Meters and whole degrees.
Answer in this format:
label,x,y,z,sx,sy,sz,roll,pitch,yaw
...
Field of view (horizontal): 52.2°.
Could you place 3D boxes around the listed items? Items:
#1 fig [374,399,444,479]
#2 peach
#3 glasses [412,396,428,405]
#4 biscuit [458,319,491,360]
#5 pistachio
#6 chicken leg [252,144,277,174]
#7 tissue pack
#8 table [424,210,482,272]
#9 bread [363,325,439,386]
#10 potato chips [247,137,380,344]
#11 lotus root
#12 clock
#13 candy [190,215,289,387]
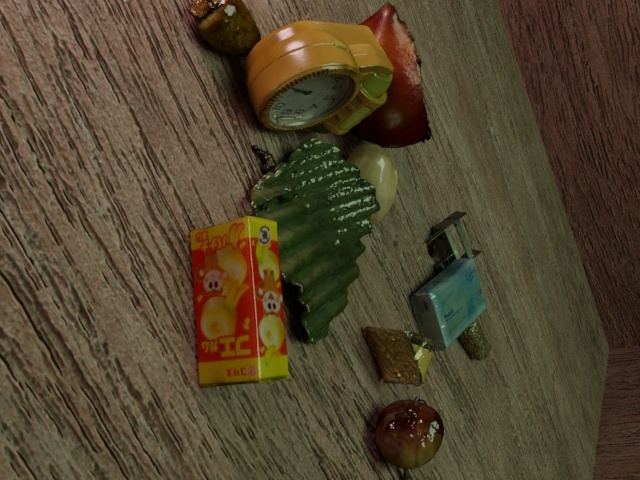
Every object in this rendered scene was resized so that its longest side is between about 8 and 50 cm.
label,x,y,z,sx,sy,sz,roll,pitch,yaw
fig,0.205,0.488,1.515,0.161,0.143,0.230,-4,96,-14
peach,0.129,-0.380,1.573,0.257,0.201,0.361,-108,180,-46
glasses,0.221,0.466,1.640,0.104,0.063,0.139,5,75,-33
biscuit,0.477,0.301,2.032,0.168,0.071,0.082,55,48,-33
pistachio,0.111,-0.138,1.593,0.145,0.117,0.200,6,97,-15
chicken leg,-0.112,-0.164,1.351,0.036,0.021,0.083,-36,110,-38
tissue pack,0.374,0.178,1.869,0.263,0.089,0.177,-31,107,-46
table,0.395,0.019,1.995,0.175,0.062,0.146,-34,112,-20
bread,0.181,0.263,1.546,0.152,0.147,0.127,43,59,-32
potato chips,0.002,-0.006,1.390,0.389,0.097,0.373,-57,131,-39
lotus root,-0.169,-0.416,1.288,0.191,0.095,0.108,21,97,-57
clock,-0.017,-0.339,1.365,0.317,0.244,0.200,-8,66,-52
candy,-0.140,0.106,1.117,0.088,0.146,0.275,10,70,-55
